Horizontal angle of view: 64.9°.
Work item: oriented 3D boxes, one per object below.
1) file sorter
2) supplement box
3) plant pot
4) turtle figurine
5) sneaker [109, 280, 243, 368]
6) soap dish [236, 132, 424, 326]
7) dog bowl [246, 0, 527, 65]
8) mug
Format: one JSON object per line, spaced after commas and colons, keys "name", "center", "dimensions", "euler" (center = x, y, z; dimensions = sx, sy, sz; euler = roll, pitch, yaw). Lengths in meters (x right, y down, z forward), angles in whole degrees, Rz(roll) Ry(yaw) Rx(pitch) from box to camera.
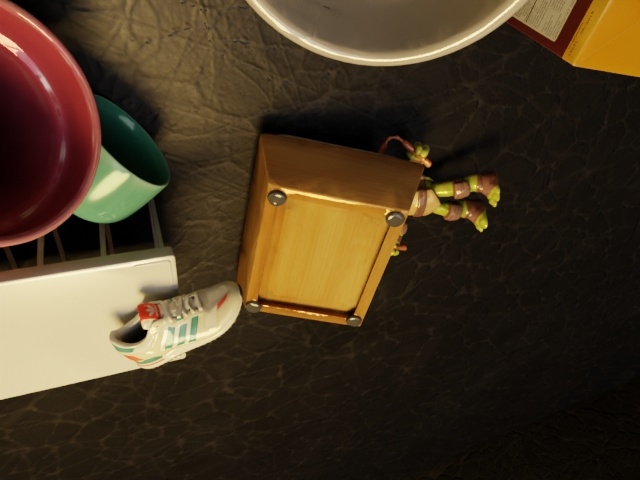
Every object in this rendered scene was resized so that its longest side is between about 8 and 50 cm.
{"name": "file sorter", "center": [-0.331, 0.056, 0.638], "dimensions": [0.277, 0.173, 0.193], "euler": [-9, 134, -19]}
{"name": "supplement box", "center": [0.338, -0.299, 0.600], "dimensions": [0.191, 0.194, 0.129], "euler": [-2, 132, -25]}
{"name": "plant pot", "center": [-0.330, -0.094, 0.437], "dimensions": [0.180, 0.202, 0.201], "euler": [0, 151, 34]}
{"name": "turtle figurine", "center": [0.168, -0.059, 0.832], "dimensions": [0.217, 0.087, 0.270], "euler": [1, 129, -4]}
{"name": "sneaker", "center": [-0.169, 0.092, 0.585], "dimensions": [0.161, 0.057, 0.075], "euler": [-30, 143, 6]}
{"name": "soap dish", "center": [0.000, 0.000, 0.743], "dimensions": [0.228, 0.118, 0.291], "euler": [10, 131, -8]}
{"name": "dog bowl", "center": [0.059, -0.301, 0.429], "dimensions": [0.348, 0.102, 0.349], "euler": [5, 151, 3]}
{"name": "mug", "center": [-0.260, -0.095, 0.572], "dimensions": [0.097, 0.158, 0.129], "euler": [-37, 170, 12]}
